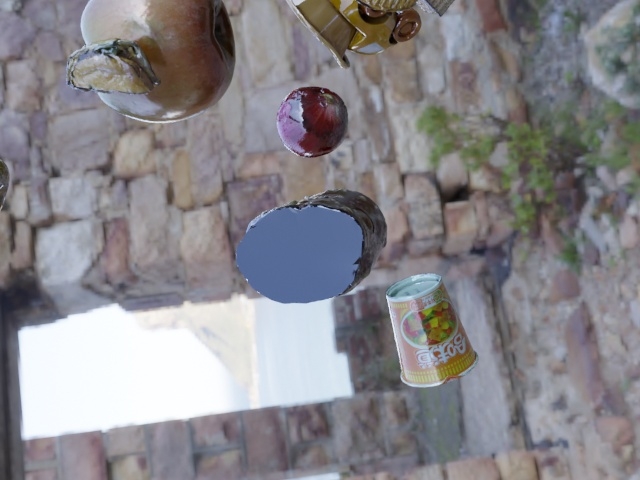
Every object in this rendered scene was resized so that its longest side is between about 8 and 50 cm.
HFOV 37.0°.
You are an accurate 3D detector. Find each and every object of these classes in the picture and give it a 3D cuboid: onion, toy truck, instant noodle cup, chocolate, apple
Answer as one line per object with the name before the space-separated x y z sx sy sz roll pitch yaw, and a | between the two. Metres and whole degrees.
onion | -0.014 -0.209 1.672 0.131 0.131 0.131 173 90 -83
toy truck | 0.073 -0.528 2.161 0.288 0.211 0.204 26 -151 -57
instant noodle cup | 0.210 0.171 1.888 0.168 0.168 0.185 -123 13 -75
chocolate | 0.000 0.000 2.123 0.210 0.340 0.225 -37 -72 -55
apple | -0.344 -0.414 1.995 0.338 0.304 0.339 -7 -90 -81

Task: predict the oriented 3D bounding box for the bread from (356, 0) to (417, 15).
bread | 0.121 -0.539 1.846 0.104 0.199 0.199 120 146 -49

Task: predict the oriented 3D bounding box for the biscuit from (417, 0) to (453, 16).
biscuit | 0.179 -0.701 2.304 0.378 0.094 0.054 42 170 -16

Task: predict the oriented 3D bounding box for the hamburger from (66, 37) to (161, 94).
hamburger | -0.388 -0.337 1.781 0.087 0.175 0.102 -80 -6 -54

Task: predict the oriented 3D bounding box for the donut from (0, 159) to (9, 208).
donut | -0.677 -0.069 1.769 0.261 0.128 0.209 -80 15 -66
